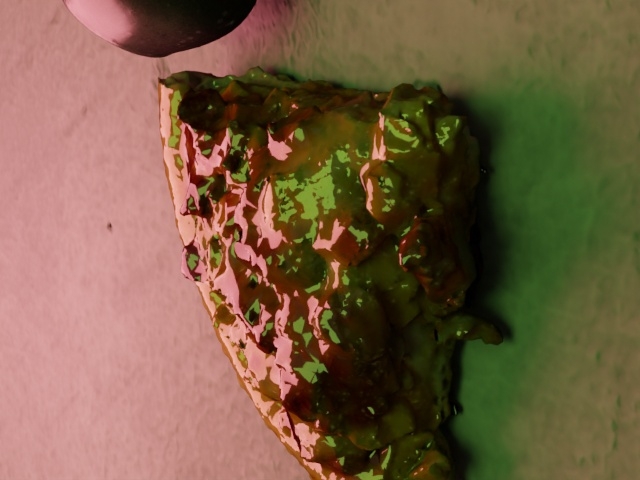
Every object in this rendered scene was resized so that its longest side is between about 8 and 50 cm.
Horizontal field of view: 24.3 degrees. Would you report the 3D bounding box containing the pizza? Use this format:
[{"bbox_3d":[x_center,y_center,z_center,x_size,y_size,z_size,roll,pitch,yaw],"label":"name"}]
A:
[{"bbox_3d":[0.000,0.000,0.748,0.229,0.081,0.289,-44,62,45],"label":"pizza"}]

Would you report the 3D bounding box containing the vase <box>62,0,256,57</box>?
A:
[{"bbox_3d":[-0.064,-0.188,0.778,0.183,0.120,0.120,-54,55,23],"label":"vase"}]
